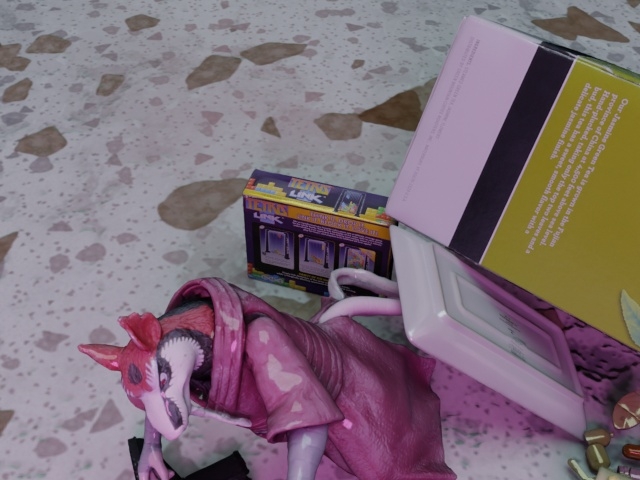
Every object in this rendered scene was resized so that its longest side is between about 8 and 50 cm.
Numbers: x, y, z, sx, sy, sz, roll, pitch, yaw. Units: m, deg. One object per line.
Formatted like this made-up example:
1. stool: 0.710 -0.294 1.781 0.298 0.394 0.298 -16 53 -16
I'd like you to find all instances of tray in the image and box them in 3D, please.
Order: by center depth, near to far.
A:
1. tray: 0.176 0.088 0.774 0.270 0.030 0.145 31 37 -30

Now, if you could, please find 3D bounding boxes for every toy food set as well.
1. toy food set: 0.306 0.203 0.776 0.122 0.019 0.078 -36 61 -12

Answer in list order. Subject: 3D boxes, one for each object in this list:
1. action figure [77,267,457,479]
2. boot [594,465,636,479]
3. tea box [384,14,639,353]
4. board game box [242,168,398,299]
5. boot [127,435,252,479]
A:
1. action figure: -0.018 0.104 0.633 0.248 0.370 0.275 8 72 39
2. boot: 0.302 0.248 0.600 0.203 0.262 0.095 19 84 18
3. tea box: 0.303 -0.066 0.833 0.323 0.220 0.329 31 22 23
4. board game box: 0.000 0.000 0.893 0.170 0.141 0.048 13 46 10
5. boot: -0.119 0.223 0.734 0.099 0.045 0.121 -17 52 -19
